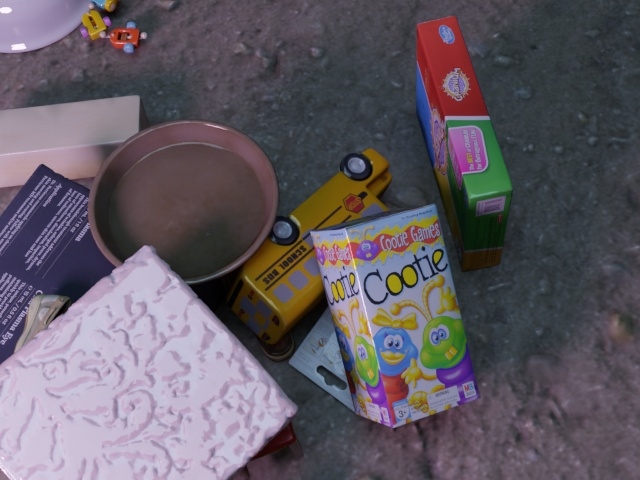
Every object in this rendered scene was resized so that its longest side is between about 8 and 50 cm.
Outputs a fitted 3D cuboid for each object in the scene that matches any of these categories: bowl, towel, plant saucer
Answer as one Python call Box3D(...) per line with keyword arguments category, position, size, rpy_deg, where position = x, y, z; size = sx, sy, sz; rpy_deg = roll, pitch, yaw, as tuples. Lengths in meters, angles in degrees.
Box3D(category="bowl", position=(-0.570, -0.506, 1.869), size=(0.297, 0.134, 0.298), rpy_deg=(-2, 62, 3))
Box3D(category="towel", position=(-0.245, 0.220, 1.305), size=(0.332, 0.053, 0.317), rpy_deg=(-42, 82, -18))
Box3D(category="plant saucer", position=(-0.196, -0.053, 1.462), size=(0.277, 0.041, 0.278), rpy_deg=(-1, 61, 2))

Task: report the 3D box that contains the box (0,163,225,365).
Box3D(category="box", position=(-0.369, 0.116, 1.509), size=(0.312, 0.179, 0.343), rpy_deg=(26, 68, 17))

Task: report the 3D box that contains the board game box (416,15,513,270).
Box3D(category="board game box", position=(0.216, -0.146, 1.560), size=(0.064, 0.242, 0.317), rpy_deg=(-12, 62, -1))

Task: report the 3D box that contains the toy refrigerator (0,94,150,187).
Box3D(category="toy refrigerator", position=(-0.429, -0.165, 1.708), size=(0.269, 0.094, 0.102), rpy_deg=(-7, 56, 1))

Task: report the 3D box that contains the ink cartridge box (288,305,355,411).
Box3D(category="ink cartridge box", position=(0.062, 0.157, 1.540), size=(0.145, 0.045, 0.179), rpy_deg=(34, 85, 19))

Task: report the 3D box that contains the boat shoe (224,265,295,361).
Box3D(category="boat shoe", position=(-0.095, 0.102, 1.559), size=(0.064, 0.060, 0.178), rpy_deg=(-29, 64, -10))

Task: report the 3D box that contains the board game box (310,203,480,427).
Box3D(category="board game box", position=(0.102, 0.101, 1.415), size=(0.142, 0.144, 0.275), rpy_deg=(-15, 93, -20))

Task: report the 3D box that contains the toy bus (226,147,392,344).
Box3D(category="toy bus", position=(0.000, 0.000, 1.542), size=(0.130, 0.108, 0.332), rpy_deg=(43, 58, 9))

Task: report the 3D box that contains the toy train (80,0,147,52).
Box3D(category="toy train", position=(-0.375, -0.409, 1.854), size=(0.125, 0.046, 0.166), rpy_deg=(-3, 66, 2))

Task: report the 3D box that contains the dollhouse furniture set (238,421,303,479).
Box3D(category="dollhouse furniture set", position=(-0.196, 0.366, 1.360), size=(0.374, 0.152, 0.201), rpy_deg=(-22, 63, 1))

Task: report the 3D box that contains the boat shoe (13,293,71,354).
Box3D(category="boat shoe", position=(-0.378, 0.143, 1.367), size=(0.048, 0.056, 0.153), rpy_deg=(1, 56, 9))
